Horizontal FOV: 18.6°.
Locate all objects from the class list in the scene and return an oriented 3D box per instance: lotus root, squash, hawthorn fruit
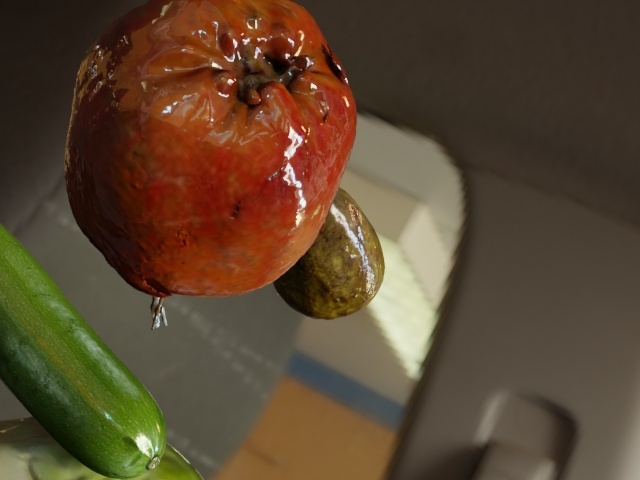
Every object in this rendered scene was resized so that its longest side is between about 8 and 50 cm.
[{"bbox_3d":[0.000,0.000,1.805,0.108,0.094,0.190,-10,-36,3],"label":"lotus root"},{"bbox_3d":[-0.268,0.081,1.784,0.378,0.101,0.101,47,-6,26],"label":"squash"},{"bbox_3d":[-0.092,-0.046,1.439,0.211,0.211,0.299,27,-49,5],"label":"hawthorn fruit"}]

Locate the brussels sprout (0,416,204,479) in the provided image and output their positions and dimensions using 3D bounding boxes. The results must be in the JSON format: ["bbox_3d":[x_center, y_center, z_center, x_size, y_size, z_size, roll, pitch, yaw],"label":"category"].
[{"bbox_3d":[-0.251,0.301,1.876,0.344,0.268,0.344,8,-2,0],"label":"brussels sprout"}]
